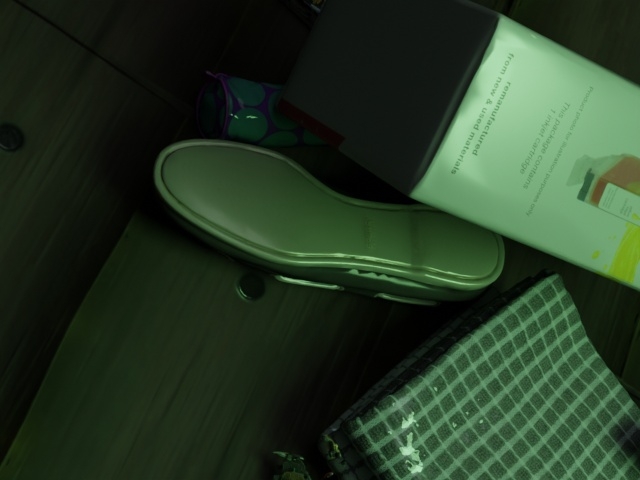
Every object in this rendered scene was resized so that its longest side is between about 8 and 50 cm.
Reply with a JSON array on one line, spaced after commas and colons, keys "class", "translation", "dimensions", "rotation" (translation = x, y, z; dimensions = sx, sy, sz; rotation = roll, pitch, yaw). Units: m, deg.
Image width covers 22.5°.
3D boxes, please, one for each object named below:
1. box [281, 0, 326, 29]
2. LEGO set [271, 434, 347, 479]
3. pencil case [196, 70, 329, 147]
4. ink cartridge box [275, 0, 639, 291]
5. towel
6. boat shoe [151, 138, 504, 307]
[{"class": "box", "translation": [0.002, -0.282, 1.600], "dimensions": [0.094, 0.027, 0.137], "rotation": [42, 56, -4]}, {"class": "LEGO set", "translation": [-0.013, 0.197, 1.360], "dimensions": [0.023, 0.083, 0.054], "rotation": [-22, 92, -73]}, {"class": "pencil case", "translation": [-0.036, -0.121, 1.486], "dimensions": [0.151, 0.064, 0.070], "rotation": [-3, 85, -29]}, {"class": "ink cartridge box", "translation": [0.197, -0.083, 1.413], "dimensions": [0.384, 0.279, 0.160], "rotation": [22, 97, -31]}, {"class": "towel", "translation": [0.166, 0.182, 1.424], "dimensions": [0.283, 0.121, 0.235], "rotation": [-37, 89, -35]}, {"class": "boat shoe", "translation": [0.000, 0.000, 1.448], "dimensions": [0.335, 0.095, 0.112], "rotation": [14, 60, -16]}]
